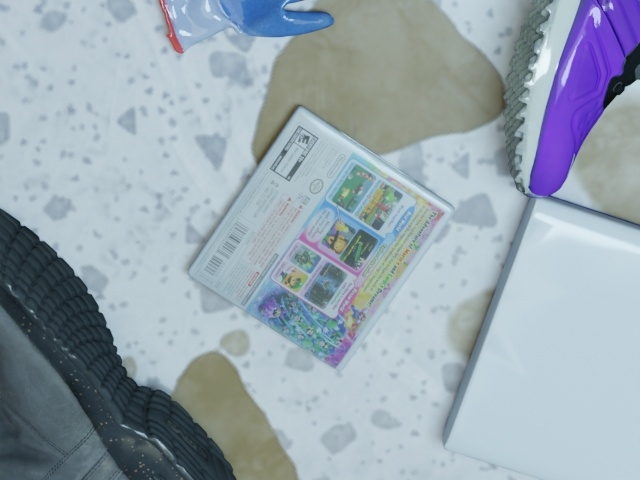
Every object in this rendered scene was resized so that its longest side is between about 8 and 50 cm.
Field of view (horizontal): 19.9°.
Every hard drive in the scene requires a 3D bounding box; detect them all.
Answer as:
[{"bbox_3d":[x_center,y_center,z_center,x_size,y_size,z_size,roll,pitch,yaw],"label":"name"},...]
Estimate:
[{"bbox_3d":[0.278,0.109,1.401,0.318,0.040,0.210,18,104,-4],"label":"hard drive"}]

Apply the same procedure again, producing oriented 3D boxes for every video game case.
[{"bbox_3d":[0.000,0.000,1.388,0.143,0.019,0.157,33,102,-8],"label":"video game case"}]

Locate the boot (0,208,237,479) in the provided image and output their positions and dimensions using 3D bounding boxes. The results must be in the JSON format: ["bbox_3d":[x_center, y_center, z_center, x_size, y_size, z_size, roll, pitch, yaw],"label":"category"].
[{"bbox_3d":[-0.243,0.147,1.384,0.222,0.118,0.338,-36,97,15],"label":"boot"}]

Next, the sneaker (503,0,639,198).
[{"bbox_3d":[0.225,-0.159,1.300,0.146,0.102,0.293,14,104,-4],"label":"sneaker"}]

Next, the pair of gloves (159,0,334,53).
[{"bbox_3d":[-0.063,-0.235,1.324,0.159,0.023,0.198,-19,104,5],"label":"pair of gloves"}]
